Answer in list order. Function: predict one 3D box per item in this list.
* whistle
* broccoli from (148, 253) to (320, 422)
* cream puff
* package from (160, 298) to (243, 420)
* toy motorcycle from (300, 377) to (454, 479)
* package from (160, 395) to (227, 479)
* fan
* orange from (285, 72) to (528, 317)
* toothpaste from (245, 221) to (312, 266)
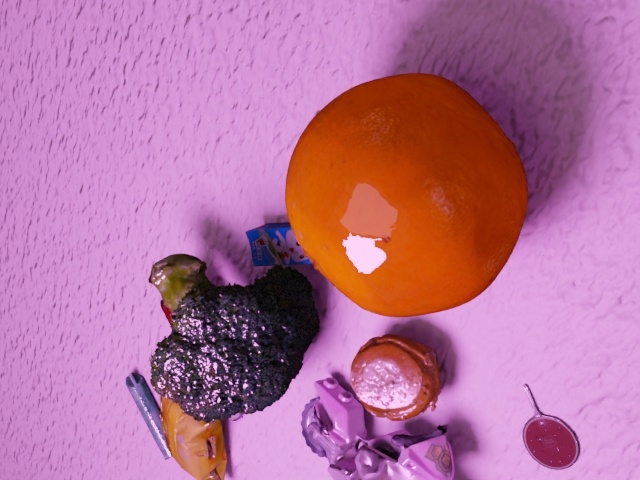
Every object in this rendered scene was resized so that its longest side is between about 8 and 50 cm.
[{"bbox_3d":[-0.341,0.351,1.773,0.039,0.039,0.186,-32,86,40],"label":"whistle"},{"bbox_3d":[-0.145,0.136,1.404,0.297,0.297,0.298,52,131,31],"label":"broccoli"},{"bbox_3d":[0.114,0.203,1.321,0.143,0.103,0.127,5,90,23],"label":"cream puff"},{"bbox_3d":[-0.197,0.199,1.591,0.194,0.071,0.270,-37,78,48],"label":"package"},{"bbox_3d":[0.093,0.327,1.372,0.327,0.143,0.188,39,119,39],"label":"toy motorcycle"},{"bbox_3d":[-0.240,0.358,1.652,0.168,0.090,0.226,33,136,37],"label":"package"},{"bbox_3d":[0.317,0.265,1.251,0.085,0.005,0.133,-23,92,41],"label":"fan"},{"bbox_3d":[0.107,-0.056,1.109,0.312,0.312,0.312,14,114,34],"label":"orange"},{"bbox_3d":[0.000,0.000,1.373,0.266,0.050,0.065,-4,101,38],"label":"toothpaste"}]
